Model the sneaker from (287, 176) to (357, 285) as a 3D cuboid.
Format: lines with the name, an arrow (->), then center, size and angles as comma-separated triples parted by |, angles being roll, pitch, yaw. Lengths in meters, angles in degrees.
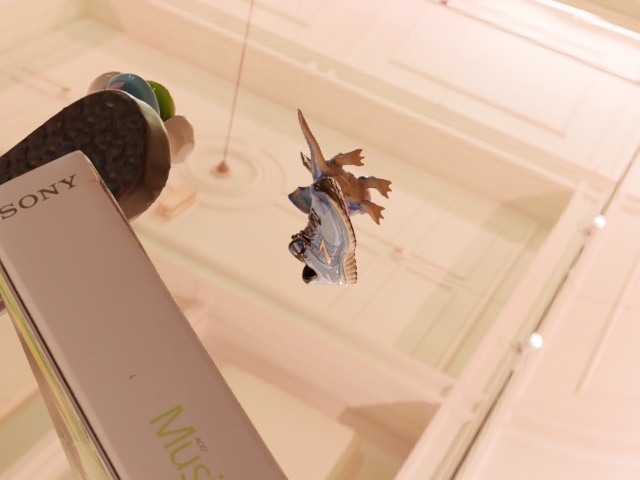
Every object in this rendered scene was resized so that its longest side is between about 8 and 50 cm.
sneaker -> 0.000, 0.000, 1.121 | 0.073, 0.162, 0.063 | -12, -134, -5

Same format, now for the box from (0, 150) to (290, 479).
box -> -0.067, 0.141, 0.477 | 0.058, 0.322, 0.232 | -26, -116, -21

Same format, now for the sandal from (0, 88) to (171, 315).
sandal -> -0.320, 0.012, 0.997 | 0.107, 0.445, 0.168 | 31, -142, -58

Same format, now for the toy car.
toy car -> -0.260, -0.134, 1.259 | 0.159, 0.136, 0.182 | 38, -96, 17

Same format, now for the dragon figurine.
dragon figurine -> 0.007, -0.084, 1.499 | 0.144, 0.289, 0.085 | -2, -115, 39
